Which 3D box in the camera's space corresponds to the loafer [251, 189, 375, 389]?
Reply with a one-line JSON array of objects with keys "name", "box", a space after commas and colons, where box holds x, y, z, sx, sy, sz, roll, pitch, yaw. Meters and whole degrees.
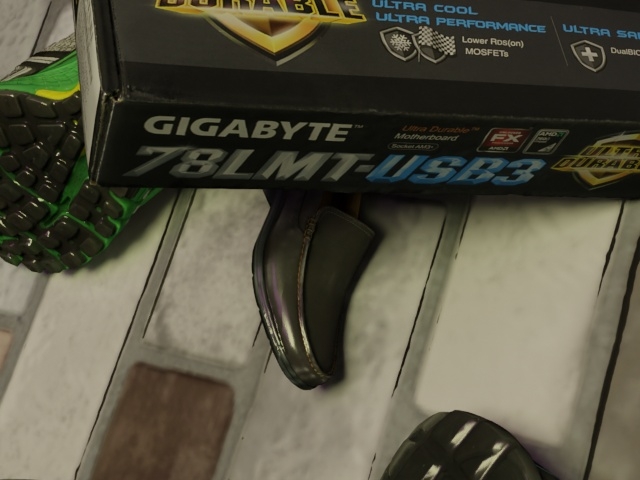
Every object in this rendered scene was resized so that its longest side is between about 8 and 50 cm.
[{"name": "loafer", "box": [0.000, 0.000, 0.614, 0.061, 0.062, 0.170, -14, 64, 22]}]

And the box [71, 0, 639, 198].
[{"name": "box", "box": [0.020, -0.161, 0.553, 0.073, 0.296, 0.293, 120, 145, -54]}]

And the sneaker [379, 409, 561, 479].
[{"name": "sneaker", "box": [0.111, 0.169, 0.455, 0.101, 0.106, 0.267, -55, 33, 6]}]

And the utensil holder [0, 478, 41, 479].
[{"name": "utensil holder", "box": [-0.271, 0.296, 0.491, 0.386, 0.327, 0.327, -16, 62, 22]}]

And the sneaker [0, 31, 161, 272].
[{"name": "sneaker", "box": [-0.125, -0.087, 0.710, 0.344, 0.134, 0.146, -21, 23, 30]}]
